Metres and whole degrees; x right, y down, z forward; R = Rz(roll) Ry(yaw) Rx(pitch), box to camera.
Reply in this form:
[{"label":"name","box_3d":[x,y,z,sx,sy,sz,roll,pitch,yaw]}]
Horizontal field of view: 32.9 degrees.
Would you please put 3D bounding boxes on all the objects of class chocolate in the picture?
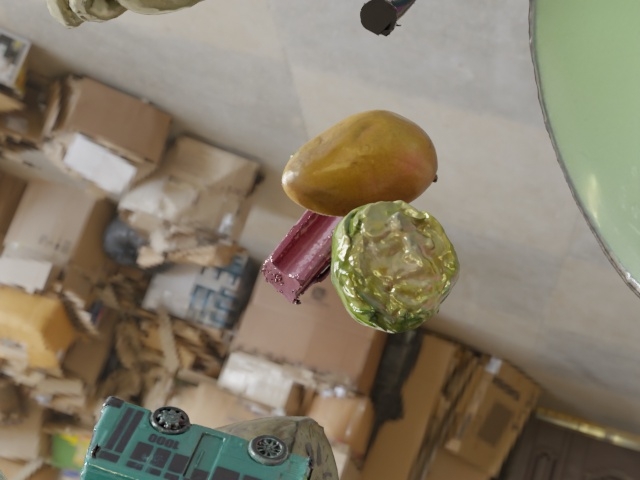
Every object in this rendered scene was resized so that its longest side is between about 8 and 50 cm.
[{"label":"chocolate","box_3d":[0.112,-0.363,1.732,0.072,0.070,0.147,-12,-171,26]}]

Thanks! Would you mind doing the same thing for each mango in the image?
[{"label":"mango","box_3d":[0.055,-0.108,1.539,0.227,0.147,0.109,-10,-172,-10]}]

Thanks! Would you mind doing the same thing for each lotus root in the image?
[{"label":"lotus root","box_3d":[-0.146,0.413,1.708,0.346,0.250,0.250,-22,149,18]}]

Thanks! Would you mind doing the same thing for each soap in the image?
[{"label":"soap","box_3d":[0.000,0.000,2.000,0.099,0.250,0.162,39,180,6]}]

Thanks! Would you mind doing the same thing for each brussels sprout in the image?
[{"label":"brussels sprout","box_3d":[0.081,0.033,1.281,0.149,0.151,0.122,14,170,-7]}]

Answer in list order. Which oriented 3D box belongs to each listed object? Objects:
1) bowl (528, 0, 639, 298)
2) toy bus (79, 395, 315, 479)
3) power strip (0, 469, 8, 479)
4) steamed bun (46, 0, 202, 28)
[{"label":"bowl","box_3d":[0.312,-0.101,0.716,0.185,0.353,0.354,-23,173,-14]},{"label":"toy bus","box_3d":[-0.094,0.179,0.768,0.160,0.079,0.092,17,-150,4]},{"label":"power strip","box_3d":[-0.325,0.167,0.886,0.192,0.081,0.035,47,-167,20]},{"label":"steamed bun","box_3d":[-0.204,-0.383,1.140,0.268,0.280,0.207,-11,145,26]}]
